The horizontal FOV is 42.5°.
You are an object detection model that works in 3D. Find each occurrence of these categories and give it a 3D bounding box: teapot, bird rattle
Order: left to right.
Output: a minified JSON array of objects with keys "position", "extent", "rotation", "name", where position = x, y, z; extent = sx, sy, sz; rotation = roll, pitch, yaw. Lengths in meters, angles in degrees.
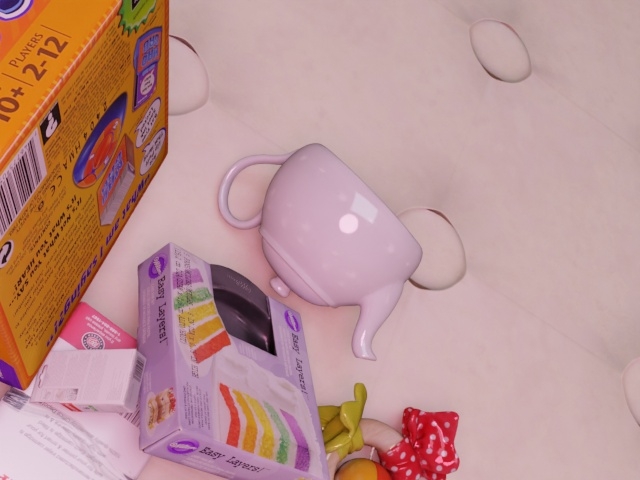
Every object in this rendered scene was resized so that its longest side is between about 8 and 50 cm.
[{"position":[0.000,0.000,1.137],"extent":[0.187,0.256,0.252],"rotation":[-43,118,1],"name":"teapot"},{"position":[0.066,0.303,1.102],"extent":[0.253,0.143,0.207],"rotation":[29,69,-30],"name":"bird rattle"}]

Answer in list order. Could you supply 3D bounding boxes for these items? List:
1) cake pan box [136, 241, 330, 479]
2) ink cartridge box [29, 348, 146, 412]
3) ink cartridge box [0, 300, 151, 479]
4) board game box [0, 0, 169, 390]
[{"position":[-0.106,0.155,0.987],"extent":[0.246,0.070,0.267],"rotation":[36,31,-40],"name":"cake pan box"},{"position":[-0.249,0.151,0.885],"extent":[0.115,0.029,0.063],"rotation":[-3,59,17],"name":"ink cartridge box"},{"position":[-0.282,0.219,0.935],"extent":[0.172,0.100,0.237],"rotation":[38,55,-9],"name":"ink cartridge box"},{"position":[-0.388,-0.128,0.825],"extent":[0.356,0.356,0.356],"rotation":[21,58,3],"name":"board game box"}]
